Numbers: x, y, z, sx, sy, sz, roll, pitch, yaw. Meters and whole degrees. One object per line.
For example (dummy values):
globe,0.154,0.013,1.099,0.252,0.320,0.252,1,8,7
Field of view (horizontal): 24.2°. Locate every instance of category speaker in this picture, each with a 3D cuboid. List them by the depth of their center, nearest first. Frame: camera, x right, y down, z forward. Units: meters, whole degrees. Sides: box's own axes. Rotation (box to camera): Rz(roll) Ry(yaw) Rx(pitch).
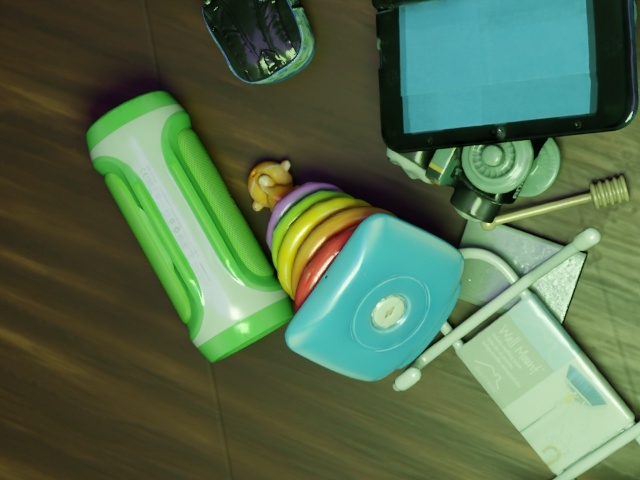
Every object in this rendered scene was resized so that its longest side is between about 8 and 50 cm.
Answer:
speaker,-0.148,-0.017,1.683,0.131,0.131,0.297,-31,86,16

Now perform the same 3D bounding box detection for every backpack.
backpack,-0.061,-0.233,1.663,0.105,0.084,0.114,-28,81,17

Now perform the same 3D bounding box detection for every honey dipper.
honey dipper,0.251,-0.035,1.607,0.160,0.030,0.031,-16,90,10

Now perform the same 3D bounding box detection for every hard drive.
hard drive,0.213,0.036,1.637,0.135,0.022,0.094,20,100,14

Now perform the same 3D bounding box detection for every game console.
game console,0.142,-0.233,1.443,0.293,0.250,0.173,-5,56,35

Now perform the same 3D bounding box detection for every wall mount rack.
wall mount rack,0.253,0.140,1.551,0.304,0.130,0.350,-41,87,29

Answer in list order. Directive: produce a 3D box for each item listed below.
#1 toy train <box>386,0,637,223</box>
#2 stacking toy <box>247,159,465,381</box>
toy train,0.196,-0.190,1.575,0.190,0.142,0.334,32,104,24
stacking toy,0.000,0.000,1.610,0.175,0.165,0.302,-55,42,10
